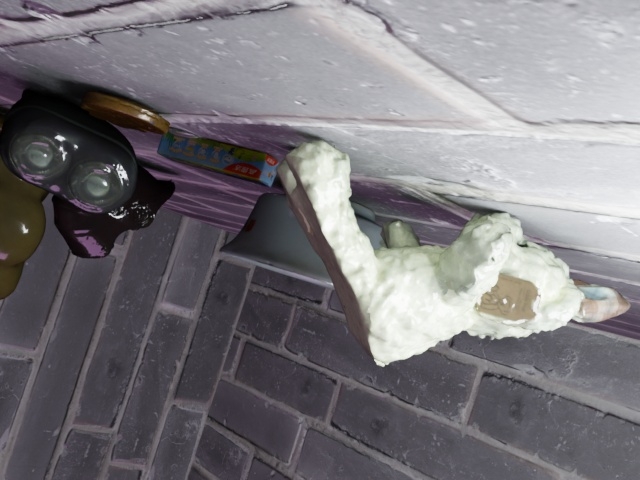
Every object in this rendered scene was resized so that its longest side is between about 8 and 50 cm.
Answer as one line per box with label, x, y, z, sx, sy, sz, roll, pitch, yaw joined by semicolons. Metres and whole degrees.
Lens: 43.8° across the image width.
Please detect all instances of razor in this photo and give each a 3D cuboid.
razor;-0.390;-0.150;1.241;0.204;0.114;0.349;26;-172;-24

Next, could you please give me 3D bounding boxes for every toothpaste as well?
toothpaste;-0.166;-0.132;1.247;0.193;0.044;0.070;16;176;23

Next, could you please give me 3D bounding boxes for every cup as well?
cup;0.000;0.000;1.495;0.347;0.163;0.347;18;176;1

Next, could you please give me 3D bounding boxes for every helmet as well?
helmet;-0.520;-0.108;1.934;0.225;0.305;0.177;22;152;56

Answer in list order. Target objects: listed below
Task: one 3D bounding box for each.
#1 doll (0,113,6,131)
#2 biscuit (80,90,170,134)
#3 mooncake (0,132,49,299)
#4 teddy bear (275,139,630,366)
doll;-0.661;-0.231;1.740;0.137;0.097;0.209;17;-177;-43
biscuit;-0.286;-0.186;1.151;0.124;0.026;0.175;22;175;-32
mooncake;-0.811;-0.077;1.912;0.262;0.467;0.467;17;177;-29
teddy bear;0.179;-0.008;1.065;0.362;0.376;0.327;-24;-178;-9
